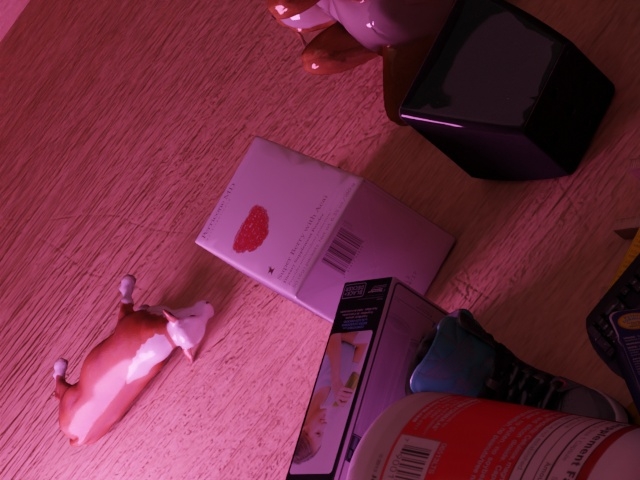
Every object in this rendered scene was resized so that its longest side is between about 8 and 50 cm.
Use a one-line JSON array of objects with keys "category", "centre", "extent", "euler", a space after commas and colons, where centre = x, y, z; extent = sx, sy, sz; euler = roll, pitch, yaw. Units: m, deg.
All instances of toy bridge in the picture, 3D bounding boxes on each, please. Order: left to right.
[{"category": "toy bridge", "centre": [0.362, -0.016, 1.951], "extent": [0.063, 0.026, 0.188], "euler": [-9, 56, 47]}]

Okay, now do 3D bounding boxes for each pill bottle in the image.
[{"category": "pill bottle", "centre": [0.237, 0.280, 1.657], "extent": [0.408, 0.229, 0.229], "euler": [6, 68, 43]}]

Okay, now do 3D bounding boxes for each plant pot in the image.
[{"category": "plant pot", "centre": [0.244, -0.177, 2.116], "extent": [0.167, 0.187, 0.188], "euler": [19, 79, 43]}]

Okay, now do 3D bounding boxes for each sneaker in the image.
[{"category": "sneaker", "centre": [0.192, 0.158, 1.880], "extent": [0.295, 0.178, 0.123], "euler": [14, 75, 59]}]

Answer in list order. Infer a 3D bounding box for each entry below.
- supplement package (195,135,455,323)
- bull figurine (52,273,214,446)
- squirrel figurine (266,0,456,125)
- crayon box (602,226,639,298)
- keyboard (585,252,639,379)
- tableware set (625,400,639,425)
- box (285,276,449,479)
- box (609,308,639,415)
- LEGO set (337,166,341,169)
[{"category": "supplement package", "centre": [0.000, 0.000, 2.277], "extent": [0.177, 0.175, 0.293], "euler": [-61, 32, -3]}, {"category": "bull figurine", "centre": [-0.290, 0.170, 2.590], "extent": [0.310, 0.101, 0.188], "euler": [-46, 31, 14]}, {"category": "squirrel figurine", "centre": [0.098, -0.400, 2.465], "extent": [0.397, 0.281, 0.370], "euler": [-45, 22, -6]}, {"category": "crayon box", "centre": [0.453, -0.040, 1.802], "extent": [0.202, 0.081, 0.318], "euler": [22, 82, 57]}, {"category": "keyboard", "centre": [0.399, 0.016, 1.725], "extent": [0.317, 0.033, 0.201], "euler": [-52, 34, 10]}, {"category": "tableware set", "centre": [0.356, 0.187, 1.797], "extent": [0.154, 0.024, 0.104], "euler": [-58, 29, 2]}, {"category": "box", "centre": [0.073, 0.208, 2.019], "extent": [0.087, 0.169, 0.290], "euler": [-8, 55, 47]}, {"category": "box", "centre": [0.355, 0.137, 1.575], "extent": [0.136, 0.036, 0.225], "euler": [-8, 37, -3]}, {"category": "LEGO set", "centre": [0.010, -0.067, 2.469], "extent": [0.054, 0.023, 0.083], "euler": [11, 59, 53]}]
